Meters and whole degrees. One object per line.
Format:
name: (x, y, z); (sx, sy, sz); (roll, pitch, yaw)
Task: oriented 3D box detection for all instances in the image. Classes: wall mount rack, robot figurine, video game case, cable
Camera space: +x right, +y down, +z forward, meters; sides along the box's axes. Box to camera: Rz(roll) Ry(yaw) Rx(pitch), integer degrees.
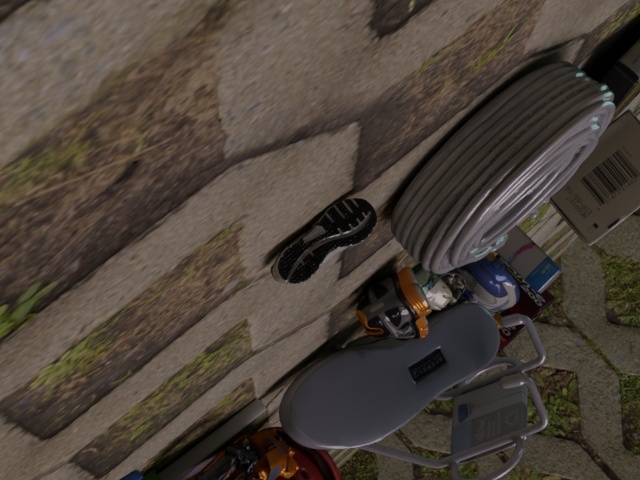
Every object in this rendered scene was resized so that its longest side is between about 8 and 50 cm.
wall mount rack: (0.180, 0.234, 2.113); (0.304, 0.130, 0.350); (-22, -162, 15)
robot figurine: (-0.129, 0.320, 1.749); (0.211, 0.085, 0.291); (-48, 172, 15)
video game case: (0.372, -0.196, 1.712); (0.248, 0.035, 0.275); (-44, 172, -28)
video game case: (-0.171, 0.296, 1.833); (0.201, 0.023, 0.183); (-35, 168, -37)
cable: (0.182, -0.073, 1.434); (0.257, 0.089, 0.257); (-27, 161, -53)

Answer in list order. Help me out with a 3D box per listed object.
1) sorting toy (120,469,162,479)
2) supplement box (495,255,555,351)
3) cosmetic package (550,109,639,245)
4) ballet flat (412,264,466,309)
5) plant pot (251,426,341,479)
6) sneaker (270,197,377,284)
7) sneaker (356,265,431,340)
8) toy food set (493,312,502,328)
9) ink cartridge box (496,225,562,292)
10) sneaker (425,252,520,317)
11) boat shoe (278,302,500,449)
sorting toy: (-0.300, 0.387, 1.653); (0.348, 0.047, 0.196); (-45, 169, 17)
supplement box: (0.306, 0.143, 2.673); (0.239, 0.130, 0.073); (-50, 167, 34)
cosmetic package: (0.395, -0.085, 2.007); (0.160, 0.113, 0.309); (-39, 177, 7)
ballet flat: (0.160, 0.064, 1.985); (0.070, 0.070, 0.188); (-46, 169, 20)
plant pot: (-0.076, 0.373, 2.054); (0.191, 0.191, 0.174); (-49, 174, 34)
sneaker: (0.000, 0.000, 1.219); (0.109, 0.040, 0.044); (-34, -176, -22)
sneaker: (0.084, 0.087, 1.789); (0.083, 0.084, 0.215); (-28, 165, -4)
toy food set: (0.215, 0.169, 2.487); (0.104, 0.111, 0.232); (-48, 171, 30)
ink cartridge box: (0.304, 0.020, 2.176); (0.052, 0.122, 0.088); (-47, 170, 6)
sneaker: (0.213, 0.095, 2.187); (0.131, 0.112, 0.296); (-35, 166, -12)
boat shoe: (0.069, 0.184, 1.984); (0.367, 0.136, 0.156); (-27, -175, -34)
